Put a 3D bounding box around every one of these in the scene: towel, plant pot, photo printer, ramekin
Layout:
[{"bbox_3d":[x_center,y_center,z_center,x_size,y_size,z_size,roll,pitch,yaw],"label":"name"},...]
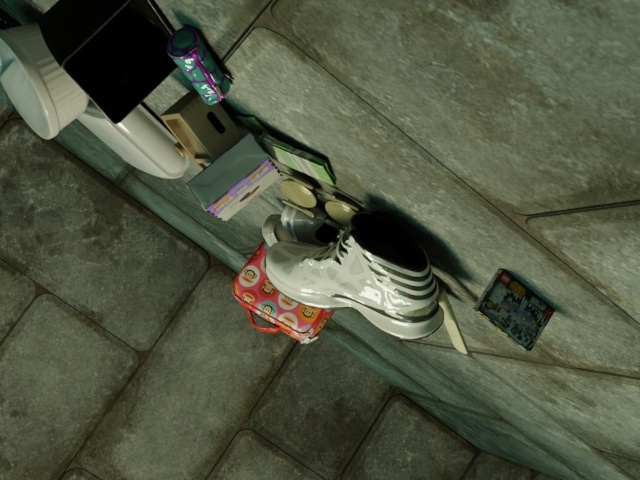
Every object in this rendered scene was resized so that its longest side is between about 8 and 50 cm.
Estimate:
[{"bbox_3d":[-0.135,-0.231,1.799,0.060,0.009,0.083,43,165,-32],"label":"towel"},{"bbox_3d":[-0.385,-0.359,1.602,0.167,0.188,0.187,42,174,31],"label":"plant pot"},{"bbox_3d":[-0.488,-0.278,2.313,0.256,0.107,0.307,23,164,44],"label":"photo printer"},{"bbox_3d":[-0.656,-0.386,2.119,0.273,0.127,0.273,42,152,28],"label":"ramekin"},{"bbox_3d":[-0.043,-0.162,1.783,0.152,0.023,0.113,25,171,19],"label":"towel"}]

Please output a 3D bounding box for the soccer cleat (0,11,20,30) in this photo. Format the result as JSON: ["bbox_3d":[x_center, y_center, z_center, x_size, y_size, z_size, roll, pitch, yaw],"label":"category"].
[{"bbox_3d":[-0.854,-0.555,2.276,0.318,0.109,0.116,35,-172,-11],"label":"soccer cleat"}]

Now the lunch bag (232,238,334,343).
[{"bbox_3d":[-0.101,0.155,2.603,0.293,0.258,0.120,30,167,20],"label":"lunch bag"}]

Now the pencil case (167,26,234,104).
[{"bbox_3d":[-0.211,-0.305,1.583,0.070,0.064,0.152,46,176,32],"label":"pencil case"}]

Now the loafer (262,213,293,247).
[{"bbox_3d":[-0.015,0.031,2.283,0.319,0.112,0.111,34,166,-37],"label":"loafer"}]

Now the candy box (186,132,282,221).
[{"bbox_3d":[-0.171,-0.124,1.843,0.070,0.164,0.196,51,180,8],"label":"candy box"}]

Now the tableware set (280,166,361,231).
[{"bbox_3d":[0.007,-0.088,1.915,0.194,0.039,0.128,26,155,13],"label":"tableware set"}]

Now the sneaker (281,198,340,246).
[{"bbox_3d":[0.000,0.000,2.111,0.115,0.105,0.281,21,166,26],"label":"sneaker"}]

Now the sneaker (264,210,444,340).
[{"bbox_3d":[0.056,0.021,1.889,0.447,0.169,0.258,18,135,33],"label":"sneaker"}]

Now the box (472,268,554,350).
[{"bbox_3d":[0.361,0.130,1.680,0.137,0.094,0.027,37,168,-14],"label":"box"}]

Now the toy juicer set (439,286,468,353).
[{"bbox_3d":[0.210,0.094,2.003,0.329,0.089,0.209,32,151,30],"label":"toy juicer set"}]

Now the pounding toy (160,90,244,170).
[{"bbox_3d":[-0.240,-0.217,1.877,0.181,0.094,0.206,53,162,-20],"label":"pounding toy"}]
